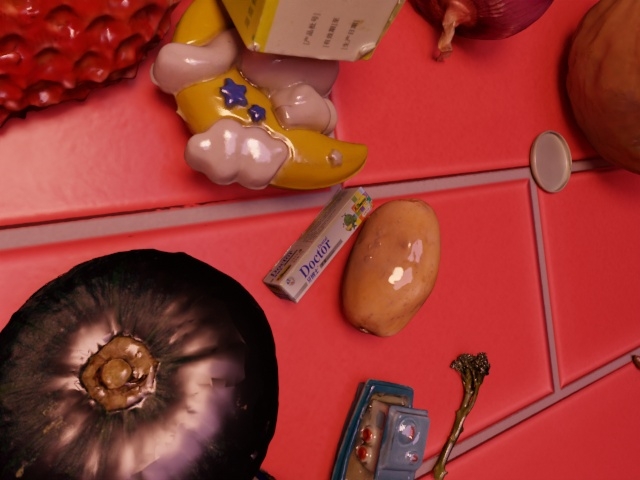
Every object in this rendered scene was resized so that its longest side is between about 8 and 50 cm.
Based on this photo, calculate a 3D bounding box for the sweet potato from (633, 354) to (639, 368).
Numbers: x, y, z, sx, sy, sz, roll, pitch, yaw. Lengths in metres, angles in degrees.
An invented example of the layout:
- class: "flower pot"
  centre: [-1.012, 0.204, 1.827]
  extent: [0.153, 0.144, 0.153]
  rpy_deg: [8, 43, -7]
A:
- class: "sweet potato"
  centre: [0.681, 0.266, 0.949]
  extent: [0.115, 0.026, 0.026]
  rpy_deg: [35, 72, -27]

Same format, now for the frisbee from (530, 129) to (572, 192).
- class: "frisbee"
  centre: [0.405, -0.138, 0.805]
  extent: [0.110, 0.014, 0.110]
  rpy_deg: [0, 90, -31]

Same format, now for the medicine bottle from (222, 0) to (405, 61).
- class: "medicine bottle"
  centre: [-0.028, -0.296, 0.427]
  extent: [0.141, 0.137, 0.250]
  rpy_deg: [-10, 58, -30]

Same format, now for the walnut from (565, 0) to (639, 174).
- class: "walnut"
  centre: [0.601, -0.282, 0.756]
  extent: [0.384, 0.384, 0.382]
  rpy_deg: [1, 88, -30]

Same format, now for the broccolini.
- class: "broccolini"
  centre: [0.208, 0.255, 0.669]
  extent: [0.052, 0.054, 0.194]
  rpy_deg: [26, 77, -47]

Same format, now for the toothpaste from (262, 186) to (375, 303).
- class: "toothpaste"
  centre: [0.000, 0.000, 0.550]
  extent: [0.034, 0.046, 0.164]
  rpy_deg: [49, 66, -24]

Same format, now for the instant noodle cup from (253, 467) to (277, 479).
- class: "instant noodle cup"
  centre: [-0.048, 0.329, 0.360]
  extent: [0.285, 0.312, 0.283]
  rpy_deg: [1, 89, -30]

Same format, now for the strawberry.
- class: "strawberry"
  centre: [-0.251, -0.233, 0.352]
  extent: [0.265, 0.149, 0.336]
  rpy_deg: [41, 71, -24]

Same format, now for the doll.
- class: "doll"
  centre: [-0.047, -0.168, 0.486]
  extent: [0.253, 0.111, 0.237]
  rpy_deg: [-9, 77, -27]

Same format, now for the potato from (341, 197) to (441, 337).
- class: "potato"
  centre: [0.088, 0.030, 0.557]
  extent: [0.110, 0.118, 0.177]
  rpy_deg: [15, 79, 16]

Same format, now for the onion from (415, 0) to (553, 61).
- class: "onion"
  centre: [0.224, -0.367, 0.600]
  extent: [0.201, 0.201, 0.207]
  rpy_deg: [-43, 118, -24]

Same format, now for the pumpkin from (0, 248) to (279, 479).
- class: "pumpkin"
  centre: [-0.144, 0.121, 0.373]
  extent: [0.234, 0.163, 0.232]
  rpy_deg: [6, 60, -10]

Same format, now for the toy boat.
- class: "toy boat"
  centre: [0.071, 0.295, 0.554]
  extent: [0.110, 0.098, 0.237]
  rpy_deg: [19, 80, -25]
